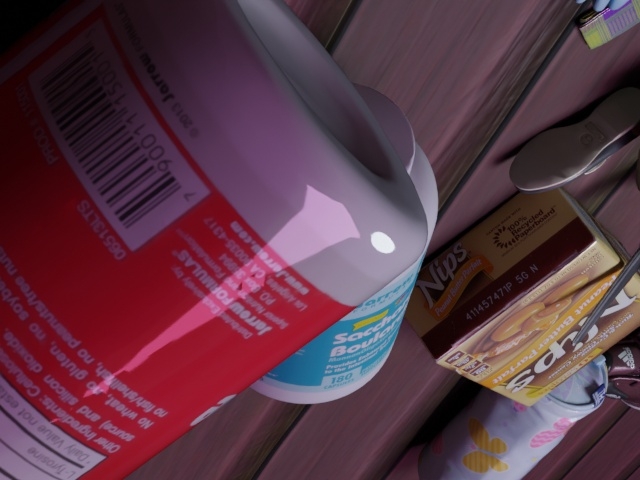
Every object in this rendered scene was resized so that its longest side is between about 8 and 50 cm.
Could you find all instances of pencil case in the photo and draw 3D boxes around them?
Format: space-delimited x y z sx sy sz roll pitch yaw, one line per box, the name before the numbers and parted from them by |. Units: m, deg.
pencil case | 0.213 0.206 1.999 0.124 0.113 0.273 -38 168 -45

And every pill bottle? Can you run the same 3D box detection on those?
pill bottle | -0.162 0.031 0.990 0.408 0.229 0.229 -37 157 12
pill bottle | 0.000 0.000 1.245 0.146 0.146 0.264 -24 157 -19

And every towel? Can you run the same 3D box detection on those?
towel | 0.236 -0.179 1.361 0.083 0.009 0.060 -34 158 8

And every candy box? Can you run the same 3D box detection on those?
candy box | 0.208 0.057 1.710 0.183 0.087 0.316 -38 156 10

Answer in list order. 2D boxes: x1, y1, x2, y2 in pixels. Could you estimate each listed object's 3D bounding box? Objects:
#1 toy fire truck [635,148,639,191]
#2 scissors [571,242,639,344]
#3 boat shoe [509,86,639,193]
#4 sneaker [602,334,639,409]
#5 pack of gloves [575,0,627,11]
toy fire truck | 0.412 -0.070 1.464 0.217 0.246 0.158 -44 160 -10
scissors | 0.313 -0.015 1.647 0.297 0.021 0.109 -38 152 -41
boat shoe | 0.219 -0.079 1.502 0.137 0.049 0.043 -34 160 -7
sneaker | 0.408 0.145 2.049 0.162 0.106 0.281 11 159 -37
pack of gloves | 0.283 -0.240 1.233 0.195 0.046 0.232 -24 153 -23
